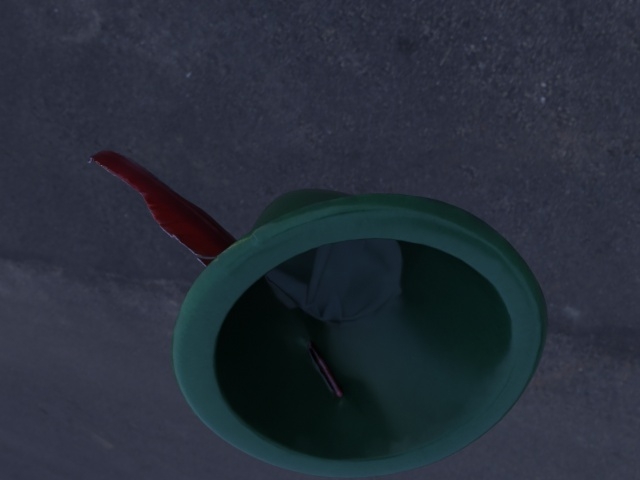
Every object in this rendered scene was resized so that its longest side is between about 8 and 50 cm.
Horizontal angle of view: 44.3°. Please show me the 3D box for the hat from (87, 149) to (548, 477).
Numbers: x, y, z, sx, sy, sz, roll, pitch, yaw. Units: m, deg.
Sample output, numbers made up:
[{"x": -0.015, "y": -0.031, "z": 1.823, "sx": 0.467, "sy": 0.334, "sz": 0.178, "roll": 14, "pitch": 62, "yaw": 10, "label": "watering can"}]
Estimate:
[{"x": 0.000, "y": 0.000, "z": 0.436, "sx": 0.209, "sy": 0.183, "sz": 0.173, "roll": 36, "pitch": 112, "yaw": -28, "label": "hat"}]
